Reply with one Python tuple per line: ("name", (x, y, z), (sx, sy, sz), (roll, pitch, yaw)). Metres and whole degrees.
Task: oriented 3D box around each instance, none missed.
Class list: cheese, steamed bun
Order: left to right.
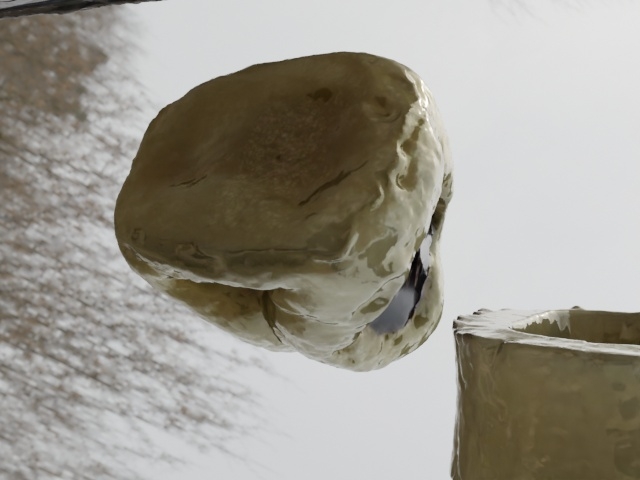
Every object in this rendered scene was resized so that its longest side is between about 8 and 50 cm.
("steamed bun", (0.000, 0.000, 0.549), (0.172, 0.155, 0.140), (4, -126, 33))
("cheese", (0.272, 0.147, 0.938), (0.292, 0.332, 0.153), (2, -85, 21))

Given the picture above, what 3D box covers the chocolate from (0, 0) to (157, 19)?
("chocolate", (-0.178, -0.124, 0.366), (0.112, 0.321, 0.111), (-114, -163, -77))
